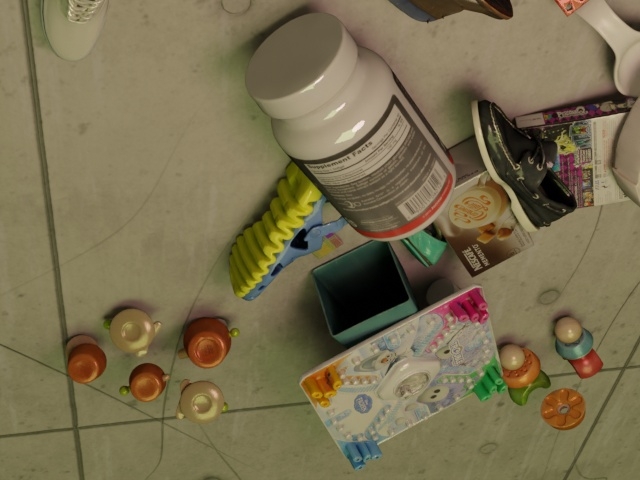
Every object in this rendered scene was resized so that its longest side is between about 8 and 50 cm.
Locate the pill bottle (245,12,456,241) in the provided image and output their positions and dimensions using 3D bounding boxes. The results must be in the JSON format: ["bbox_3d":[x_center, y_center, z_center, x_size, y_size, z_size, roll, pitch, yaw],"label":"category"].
[{"bbox_3d":[0.052,-0.174,1.473,0.210,0.210,0.363,-30,134,14],"label":"pill bottle"}]

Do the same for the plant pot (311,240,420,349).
[{"bbox_3d":[0.119,0.143,1.854,0.166,0.165,0.234,-26,141,10],"label":"plant pot"}]

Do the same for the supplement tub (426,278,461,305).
[{"bbox_3d":[0.276,0.133,1.948,0.071,0.071,0.107,-34,134,18],"label":"supplement tub"}]

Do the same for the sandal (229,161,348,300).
[{"bbox_3d":[-0.053,-0.001,1.683,0.138,0.126,0.317,17,129,-35],"label":"sandal"}]

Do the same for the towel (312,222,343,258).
[{"bbox_3d":[0.000,0.000,1.776,0.060,0.009,0.083,-32,134,16],"label":"towel"}]

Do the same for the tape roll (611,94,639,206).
[{"bbox_3d":[0.704,-0.207,1.671,0.392,0.072,0.391,-19,135,-20],"label":"tape roll"}]

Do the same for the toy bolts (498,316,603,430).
[{"bbox_3d":[0.533,0.285,2.104,0.229,0.218,0.158,-38,129,-4],"label":"toy bolts"}]

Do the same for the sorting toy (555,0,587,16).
[{"bbox_3d":[0.444,-0.452,1.400,0.275,0.046,0.132,-34,115,21],"label":"sorting toy"}]

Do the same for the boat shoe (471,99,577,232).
[{"bbox_3d":[0.361,-0.134,1.612,0.113,0.127,0.340,-14,136,25],"label":"boat shoe"}]

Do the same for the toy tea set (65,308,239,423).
[{"bbox_3d":[-0.328,0.227,1.836,0.336,0.124,0.199,17,94,-8],"label":"toy tea set"}]

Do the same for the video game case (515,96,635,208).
[{"bbox_3d":[0.475,-0.150,1.717,0.210,0.041,0.232,-9,137,11],"label":"video game case"}]

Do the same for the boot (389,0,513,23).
[{"bbox_3d":[0.195,-0.379,1.428,0.219,0.082,0.106,20,147,-37],"label":"boot"}]

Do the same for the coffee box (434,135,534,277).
[{"bbox_3d":[0.285,-0.058,1.738,0.141,0.098,0.246,-28,135,11],"label":"coffee box"}]

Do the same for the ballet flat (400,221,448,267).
[{"bbox_3d":[0.161,-0.040,1.748,0.087,0.083,0.247,-51,131,0],"label":"ballet flat"}]

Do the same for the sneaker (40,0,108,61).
[{"bbox_3d":[-0.329,-0.346,1.270,0.094,0.091,0.258,5,132,-21],"label":"sneaker"}]

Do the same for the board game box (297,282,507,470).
[{"bbox_3d":[0.185,0.289,1.871,0.390,0.050,0.390,-28,141,-2],"label":"board game box"}]

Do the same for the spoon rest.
[{"bbox_3d":[0.517,-0.326,1.553,0.276,0.084,0.137,27,122,-35],"label":"spoon rest"}]
